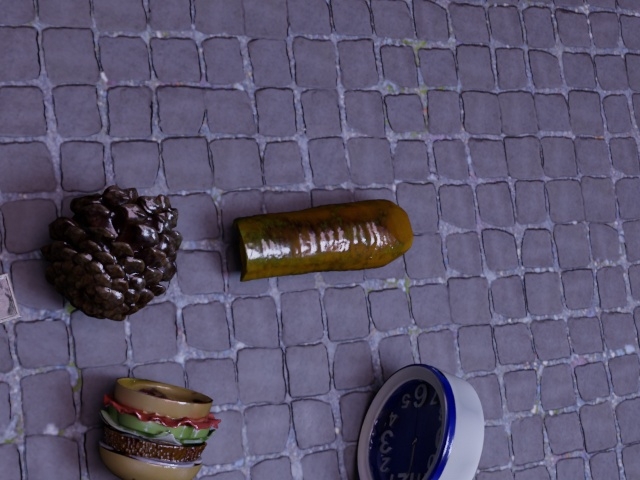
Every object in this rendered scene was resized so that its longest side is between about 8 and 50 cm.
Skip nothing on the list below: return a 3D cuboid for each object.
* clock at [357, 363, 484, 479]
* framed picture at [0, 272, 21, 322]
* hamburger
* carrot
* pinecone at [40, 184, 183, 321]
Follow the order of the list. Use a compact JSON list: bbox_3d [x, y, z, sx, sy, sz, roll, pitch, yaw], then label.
[{"bbox_3d":[0.151,0.306,1.752,0.083,0.230,0.230,21,71,-29],"label":"clock"},{"bbox_3d":[-0.461,0.086,1.570,0.089,0.007,0.066,-16,90,-31],"label":"framed picture"},{"bbox_3d":[-0.228,0.270,1.586,0.175,0.175,0.136,13,87,-27],"label":"hamburger"},{"bbox_3d":[0.000,0.000,1.793,0.302,0.114,0.114,-6,84,-27],"label":"carrot"},{"bbox_3d":[-0.279,0.010,1.587,0.204,0.184,0.179,-54,126,-34],"label":"pinecone"}]
